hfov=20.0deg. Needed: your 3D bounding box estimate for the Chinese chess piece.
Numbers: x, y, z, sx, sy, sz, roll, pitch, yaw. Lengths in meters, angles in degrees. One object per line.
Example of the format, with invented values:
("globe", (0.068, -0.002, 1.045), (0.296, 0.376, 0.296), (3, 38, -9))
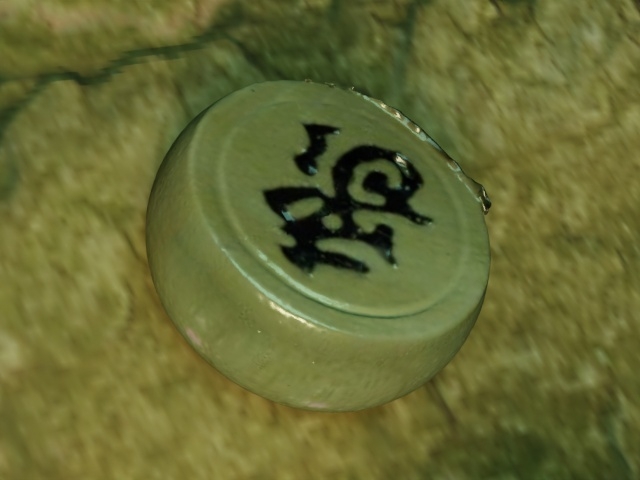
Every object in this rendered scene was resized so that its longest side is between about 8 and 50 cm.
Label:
("Chinese chess piece", (0.000, 0.000, 0.738), (0.144, 0.058, 0.144), (15, 48, -17))
